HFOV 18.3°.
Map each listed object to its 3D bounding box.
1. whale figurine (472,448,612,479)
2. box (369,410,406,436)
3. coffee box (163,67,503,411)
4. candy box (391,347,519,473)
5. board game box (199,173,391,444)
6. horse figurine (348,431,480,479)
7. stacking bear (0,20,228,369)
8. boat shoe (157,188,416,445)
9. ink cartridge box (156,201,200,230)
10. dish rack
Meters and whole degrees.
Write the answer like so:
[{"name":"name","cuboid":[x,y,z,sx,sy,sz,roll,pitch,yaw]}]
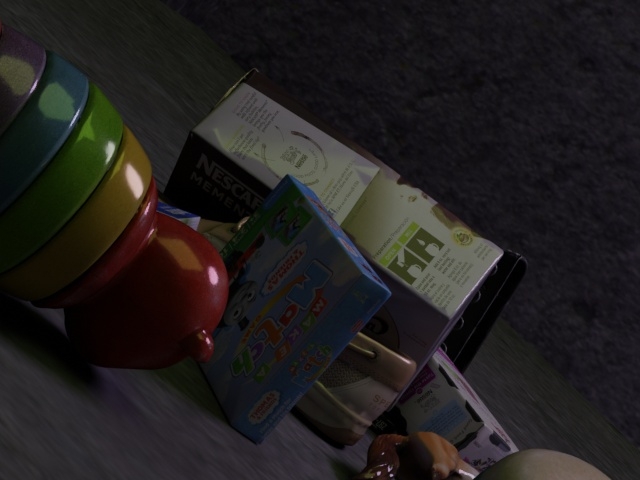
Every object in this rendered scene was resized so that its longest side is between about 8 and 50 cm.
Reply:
[{"name":"whale figurine","cuboid":[0.187,0.301,1.550,0.216,0.141,0.272,13,49,-44]},{"name":"box","cuboid":[0.049,0.166,1.978,0.067,0.018,0.083,39,7,-19]},{"name":"coffee box","cuboid":[0.000,0.000,1.878,0.297,0.168,0.119,37,49,6]},{"name":"candy box","cuboid":[0.112,0.158,2.022,0.233,0.071,0.159,53,5,39]},{"name":"board game box","cuboid":[-0.037,0.051,1.621,0.039,0.160,0.211,37,8,-29]},{"name":"horse figurine","cuboid":[0.121,0.239,1.733,0.263,0.066,0.174,41,13,-28]},{"name":"stacking bear","cuboid":[-0.182,-0.021,1.330,0.289,0.164,0.175,44,5,-24]},{"name":"boat shoe","cuboid":[-0.063,0.034,1.792,0.341,0.110,0.121,42,7,3]},{"name":"ink cartridge box","cuboid":[-0.170,-0.013,1.638,0.097,0.046,0.207,19,4,7]},{"name":"dish rack","cuboid":[0.105,0.063,2.211,0.074,0.208,0.271,32,1,33]}]
